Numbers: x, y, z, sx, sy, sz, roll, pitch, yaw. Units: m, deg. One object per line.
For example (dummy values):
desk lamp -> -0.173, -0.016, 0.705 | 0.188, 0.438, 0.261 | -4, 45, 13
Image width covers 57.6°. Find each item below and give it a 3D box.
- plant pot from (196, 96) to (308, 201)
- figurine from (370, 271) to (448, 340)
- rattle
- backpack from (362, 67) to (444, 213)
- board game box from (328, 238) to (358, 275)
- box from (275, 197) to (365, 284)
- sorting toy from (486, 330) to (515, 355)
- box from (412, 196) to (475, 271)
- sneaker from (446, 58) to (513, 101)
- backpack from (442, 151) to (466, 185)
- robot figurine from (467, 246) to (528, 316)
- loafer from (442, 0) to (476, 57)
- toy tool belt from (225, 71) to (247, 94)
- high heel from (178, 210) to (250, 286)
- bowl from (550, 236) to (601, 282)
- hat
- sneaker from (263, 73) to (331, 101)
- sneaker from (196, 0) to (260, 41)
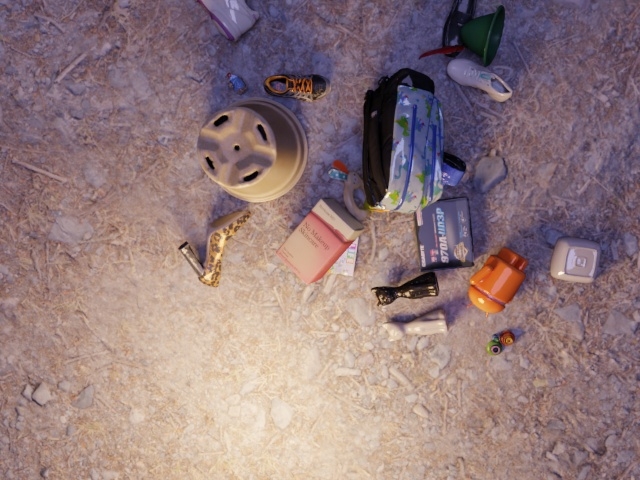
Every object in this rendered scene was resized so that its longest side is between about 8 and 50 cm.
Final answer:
plant pot -> -0.219, -0.271, 1.721 | 0.333, 0.305, 0.334 | 1, 98, 5
figurine -> 0.285, 0.221, 1.849 | 0.209, 0.092, 0.215 | -13, 108, 14
rattle -> 0.129, -0.166, 1.768 | 0.130, 0.142, 0.200 | -31, 105, -27
backpack -> 0.230, -0.255, 1.666 | 0.273, 0.290, 0.356 | 19, 74, -16
board game box -> 0.065, 0.030, 1.876 | 0.103, 0.026, 0.154 | 8, 98, 4
box -> 0.000, 0.000, 1.801 | 0.148, 0.127, 0.232 | 44, 108, 11
sorting toy -> 0.577, 0.330, 1.864 | 0.102, 0.042, 0.061 | -44, 92, 9
box -> 0.386, -0.020, 1.829 | 0.175, 0.051, 0.220 | -6, 97, 6
sneaker -> 0.481, -0.488, 1.737 | 0.212, 0.094, 0.080 | 25, 100, 2
backpack -> 0.379, -0.218, 1.784 | 0.120, 0.098, 0.101 | 21, 128, 2
robot figurine -> 0.543, 0.131, 1.798 | 0.128, 0.158, 0.219 | 35, 100, 22
loafer -> 0.414, -0.661, 1.727 | 0.076, 0.078, 0.223 | 15, 99, 3
toy tool belt -> -0.267, -0.496, 1.822 | 0.052, 0.051, 0.083 | -41, 92, 9
high heel -> -0.306, 0.028, 1.899 | 0.261, 0.093, 0.186 | -33, 116, -4
bowl -> 0.797, 0.063, 1.804 | 0.142, 0.053, 0.142 | 8, 98, 5
hat -> 0.421, -0.609, 1.702 | 0.183, 0.208, 0.173 | 18, 118, 21
sneaker -> -0.074, -0.474, 1.794 | 0.214, 0.083, 0.084 | -1, 96, 4
sneaker -> -0.309, -0.764, 1.777 | 0.152, 0.114, 0.305 | -38, 97, -5
